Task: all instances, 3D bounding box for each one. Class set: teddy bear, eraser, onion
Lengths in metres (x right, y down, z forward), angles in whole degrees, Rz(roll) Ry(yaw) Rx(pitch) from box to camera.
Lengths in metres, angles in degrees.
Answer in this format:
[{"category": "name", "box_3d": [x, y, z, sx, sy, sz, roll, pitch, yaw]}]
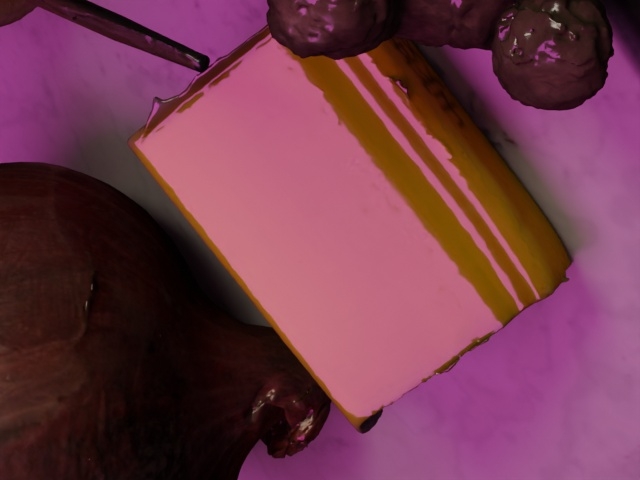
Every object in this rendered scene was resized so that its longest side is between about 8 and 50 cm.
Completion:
[{"category": "teddy bear", "box_3d": [0.066, -0.173, 0.779, 0.177, 0.140, 0.190, 10, 125, 5]}, {"category": "eraser", "box_3d": [0.018, -0.023, 0.940, 0.158, 0.069, 0.226, -37, 95, 23]}, {"category": "onion", "box_3d": [-0.194, 0.130, 1.107, 0.353, 0.353, 0.354, 26, 136, 27]}]

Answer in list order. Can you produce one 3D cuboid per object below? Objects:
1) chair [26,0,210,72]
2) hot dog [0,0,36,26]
[{"category": "chair", "box_3d": [-0.129, -0.225, 0.871, 0.272, 0.188, 0.166, 20, 133, 28]}, {"category": "hot dog", "box_3d": [-0.244, -0.248, 1.040, 0.073, 0.084, 0.242, 9, 128, 44]}]
